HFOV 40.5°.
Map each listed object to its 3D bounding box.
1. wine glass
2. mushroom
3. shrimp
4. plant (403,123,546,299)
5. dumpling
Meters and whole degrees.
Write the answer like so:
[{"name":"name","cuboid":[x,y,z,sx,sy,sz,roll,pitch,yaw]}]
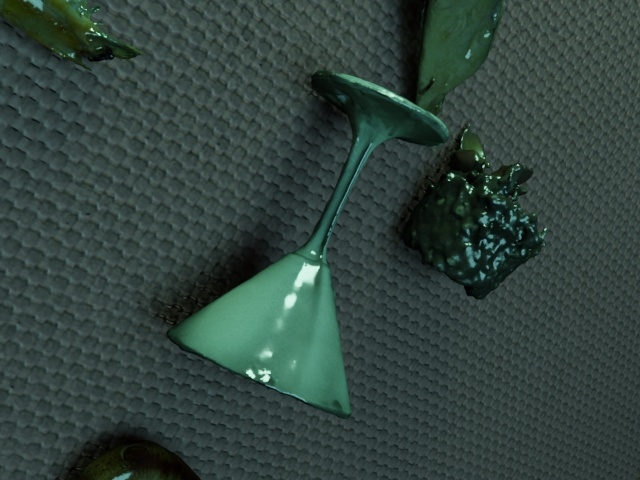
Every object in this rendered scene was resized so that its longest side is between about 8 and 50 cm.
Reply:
[{"name":"wine glass","cuboid":[0.000,0.000,1.163,0.267,0.267,0.406,31,82,-42]},{"name":"mushroom","cuboid":[-0.253,0.379,1.192,0.194,0.138,0.231,-34,116,-7]},{"name":"shrimp","cuboid":[-0.283,-0.297,0.937,0.253,0.058,0.173,28,81,-41]},{"name":"plant","cuboid":[0.255,-0.034,1.387,0.234,0.204,0.178,-51,130,0]},{"name":"dumpling","cuboid":[0.214,-0.311,1.257,0.166,0.086,0.332,-34,147,-29]}]
